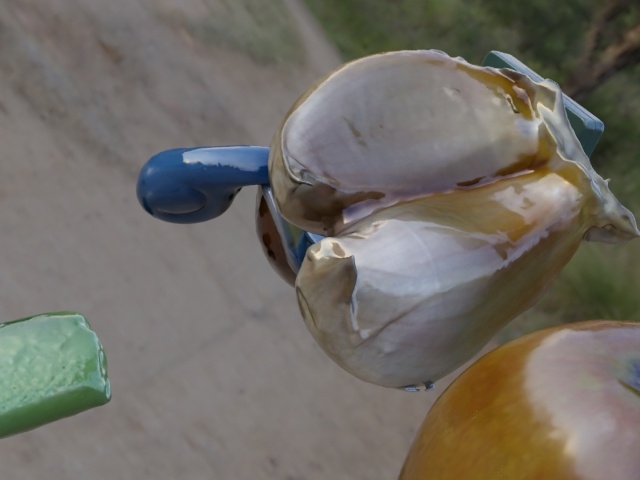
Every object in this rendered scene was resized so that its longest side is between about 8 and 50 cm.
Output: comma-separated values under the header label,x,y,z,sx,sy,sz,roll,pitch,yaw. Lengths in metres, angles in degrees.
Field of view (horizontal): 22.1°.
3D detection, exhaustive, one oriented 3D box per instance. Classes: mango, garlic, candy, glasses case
label,x,y,z,sx,sy,sz,roll,pitch,yaw
mango,0.147,0.167,0.795,0.317,0.211,0.173,73,-9,-46
garlic,0.087,-0.022,1.414,0.249,0.313,0.286,-3,-71,65
candy,-0.423,0.188,1.968,0.132,0.344,0.142,103,-30,-64
glasses case,0.257,-0.155,1.985,0.039,0.077,0.184,5,29,-45

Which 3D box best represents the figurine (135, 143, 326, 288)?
label,x,y,z,sx,sy,sz,roll,pitch,yaw
figurine,0.020,-0.019,1.767,0.416,0.243,0.297,23,51,-35
